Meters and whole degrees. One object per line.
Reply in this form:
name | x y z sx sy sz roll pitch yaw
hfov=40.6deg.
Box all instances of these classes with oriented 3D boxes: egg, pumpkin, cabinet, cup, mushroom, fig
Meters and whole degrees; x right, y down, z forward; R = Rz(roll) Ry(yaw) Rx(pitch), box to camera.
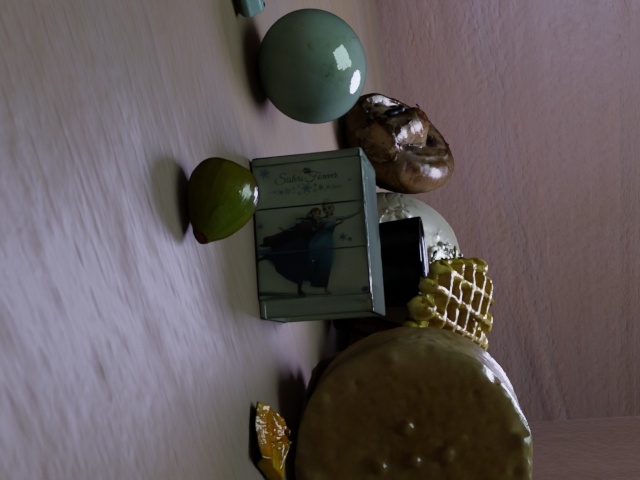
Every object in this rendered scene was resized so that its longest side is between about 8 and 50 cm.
egg | -0.010 -0.238 1.200 0.192 0.149 0.149 61 25 -71
pumpkin | -0.055 0.242 1.027 0.101 0.035 0.073 72 19 -58
cabinet | 0.000 0.000 1.147 0.150 0.145 0.206 37 49 -77
cup | 0.101 0.062 1.565 0.239 0.176 0.166 -75 158 -62
mushroom | 0.164 -0.215 1.929 0.263 0.195 0.283 59 12 20
fig | -0.099 -0.037 0.852 0.074 0.074 0.088 63 45 -62

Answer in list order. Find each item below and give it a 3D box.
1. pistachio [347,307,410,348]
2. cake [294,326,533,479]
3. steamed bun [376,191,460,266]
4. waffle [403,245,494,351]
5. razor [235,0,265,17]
pistachio | 0.155 0.230 1.708 0.230 0.229 0.309 24 59 -78
cake | 0.135 0.276 1.256 0.321 0.332 0.333 -29 113 -84
steamed bun | 0.202 0.048 1.942 0.312 0.232 0.334 -77 162 -66
waffle | 0.238 0.159 1.556 0.329 0.062 0.329 -12 105 -54
razor | -0.111 -0.404 1.041 0.111 0.056 0.278 42 -33 47
